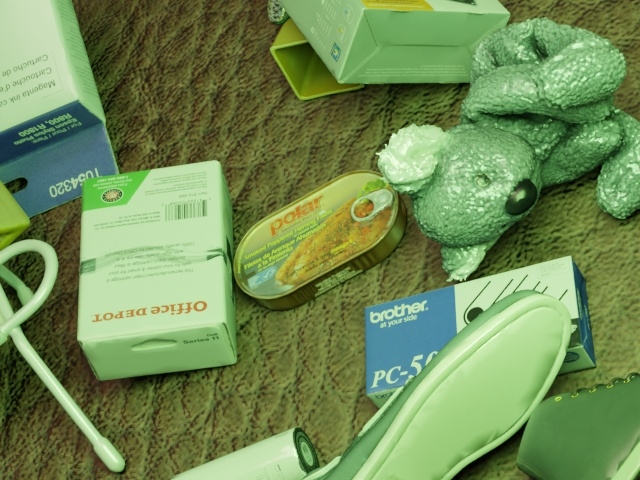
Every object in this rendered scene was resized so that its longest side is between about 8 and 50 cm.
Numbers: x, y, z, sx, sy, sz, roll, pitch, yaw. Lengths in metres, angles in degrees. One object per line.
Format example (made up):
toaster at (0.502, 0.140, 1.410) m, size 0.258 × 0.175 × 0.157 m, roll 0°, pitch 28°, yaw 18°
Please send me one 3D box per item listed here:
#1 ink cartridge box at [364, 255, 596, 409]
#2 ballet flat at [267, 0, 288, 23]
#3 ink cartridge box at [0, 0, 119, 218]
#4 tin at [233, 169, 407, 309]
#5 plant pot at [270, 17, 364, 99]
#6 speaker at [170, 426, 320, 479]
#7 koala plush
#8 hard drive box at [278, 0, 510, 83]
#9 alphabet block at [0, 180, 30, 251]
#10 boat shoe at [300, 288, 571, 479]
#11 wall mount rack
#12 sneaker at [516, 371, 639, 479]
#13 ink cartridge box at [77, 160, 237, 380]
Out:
ink cartridge box at (0.143, 0.088, 1.329) m, size 0.207 × 0.046 × 0.097 m, roll -16°, pitch 52°, yaw 21°
ballet flat at (-0.040, -0.312, 1.709) m, size 0.041 × 0.041 × 0.114 m, roll 9°, pitch 65°, yaw 34°
ink cartridge box at (-0.430, -0.173, 1.731) m, size 0.324 × 0.071 × 0.330 m, roll -21°, pitch 76°, yaw 16°
tin at (0.000, 0.000, 1.479) m, size 0.189 × 0.040 × 0.106 m, roll -28°, pitch 54°, yaw 11°
plant pot at (0.004, -0.218, 1.596) m, size 0.081 × 0.081 × 0.083 m, roll -8°, pitch 46°, yaw 26°
speaker at (-0.072, 0.224, 1.356) m, size 0.136 × 0.055 × 0.055 m, roll -24°, pitch 50°, yaw 15°
koala plush at (0.167, -0.076, 1.335) m, size 0.221 × 0.196 × 0.203 m, roll -44°, pitch 38°, yaw -9°
hard drive box at (0.058, -0.264, 1.522) m, size 0.232 × 0.181 × 0.089 m, roll 56°, pitch 138°, yaw 41°
alphabet block at (-0.482, -0.030, 1.603) m, size 0.192 × 0.193 × 0.197 m, roll -39°, pitch 83°, yaw 24°
boat shoe at (0.085, 0.153, 1.251) m, size 0.319 × 0.116 × 0.099 m, roll -52°, pitch 36°, yaw 13°
wall mount rack at (-0.371, 0.176, 1.522) m, size 0.350 × 0.130 × 0.304 m, roll -39°, pitch 45°, yaw 2°
sneaker at (0.261, 0.130, 1.207) m, size 0.222 × 0.083 × 0.118 m, roll -50°, pitch 49°, yaw -7°
ink cartridge box at (-0.167, 0.031, 1.496) m, size 0.153 × 0.087 × 0.208 m, roll -7°, pitch 54°, yaw 4°
